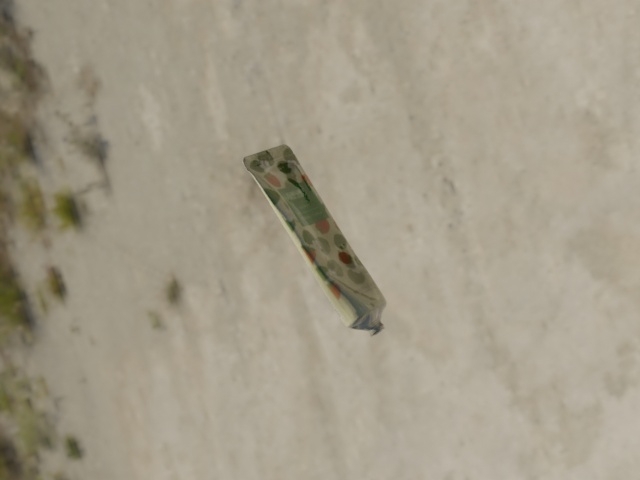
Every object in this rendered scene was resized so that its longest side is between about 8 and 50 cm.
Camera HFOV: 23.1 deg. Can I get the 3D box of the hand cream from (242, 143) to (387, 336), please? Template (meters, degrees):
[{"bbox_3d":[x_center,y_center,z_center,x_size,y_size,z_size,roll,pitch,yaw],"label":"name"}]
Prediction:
[{"bbox_3d":[0.000,0.000,1.177,0.037,0.057,0.165,-38,79,39],"label":"hand cream"}]
